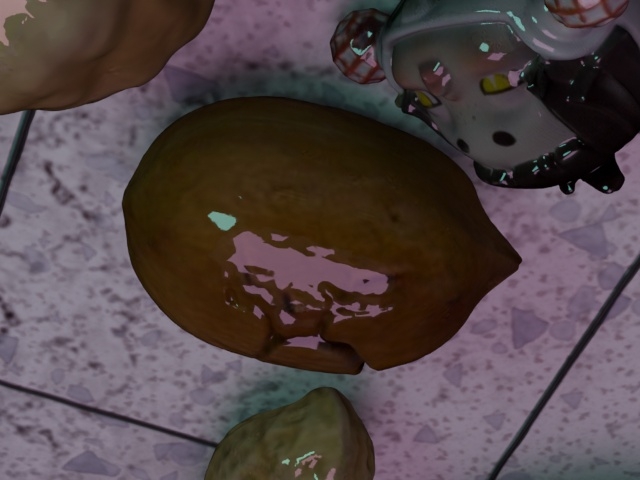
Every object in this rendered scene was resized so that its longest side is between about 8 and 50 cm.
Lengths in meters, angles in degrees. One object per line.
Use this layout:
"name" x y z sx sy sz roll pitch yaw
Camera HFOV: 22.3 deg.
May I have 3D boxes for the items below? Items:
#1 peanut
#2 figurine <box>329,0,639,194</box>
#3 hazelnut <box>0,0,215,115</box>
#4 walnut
"peanut" -0.041 0.248 1.432 0.140 0.153 0.325 12 136 -13
"figurine" 0.098 -0.179 1.077 0.370 0.167 0.281 50 152 -20
"hazelnut" -0.179 -0.206 1.049 0.241 0.261 0.261 4 138 43
"walnut" 0.000 0.000 1.199 0.298 0.203 0.203 9 129 5
